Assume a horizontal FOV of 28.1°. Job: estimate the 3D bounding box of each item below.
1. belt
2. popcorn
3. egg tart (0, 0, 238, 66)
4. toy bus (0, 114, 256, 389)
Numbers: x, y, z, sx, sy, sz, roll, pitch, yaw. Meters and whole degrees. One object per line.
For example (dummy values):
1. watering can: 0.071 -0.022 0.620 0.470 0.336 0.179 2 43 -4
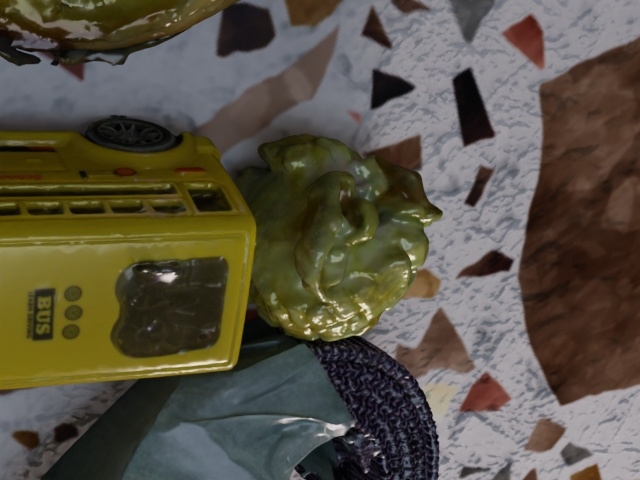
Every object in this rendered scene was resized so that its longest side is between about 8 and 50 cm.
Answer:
1. belt: -0.056 0.203 0.927 0.325 0.122 0.260 -46 121 -10
2. popcorn: 0.000 0.000 0.869 0.142 0.162 0.135 23 118 8
3. egg tart: -0.125 -0.232 0.711 0.279 0.095 0.278 -12 125 -17
4. toy bus: -0.213 0.014 0.761 0.330 0.152 0.144 -2 118 -24
